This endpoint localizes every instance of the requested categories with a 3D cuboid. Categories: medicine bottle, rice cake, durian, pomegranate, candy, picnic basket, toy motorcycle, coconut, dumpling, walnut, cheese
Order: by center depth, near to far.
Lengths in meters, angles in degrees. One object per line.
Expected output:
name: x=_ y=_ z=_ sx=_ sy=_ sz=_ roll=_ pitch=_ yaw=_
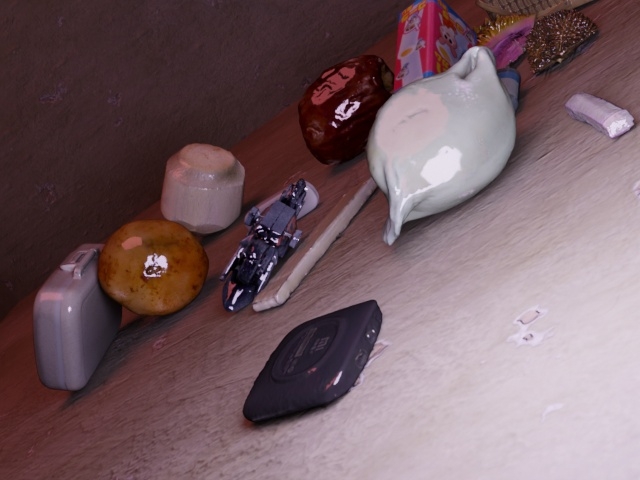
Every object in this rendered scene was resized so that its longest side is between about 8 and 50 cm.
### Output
rice cake: x=0.412 y=-0.188 z=1.258 sx=0.047 sy=0.036 sz=0.207 roll=-47 pitch=14 yaw=11
dumpling: x=0.186 y=-0.162 z=1.361 sx=0.320 sy=0.212 sz=0.270 roll=-28 pitch=11 yaw=-8
medicine bottle: x=0.330 y=-0.263 z=1.603 sx=0.090 sy=0.054 sz=0.208 roll=-10 pitch=31 yaw=23
cheese: x=-0.002 y=-0.002 z=1.637 sx=0.085 sy=0.034 sz=0.400 roll=-20 pitch=22 yaw=47
durian: x=0.462 y=-0.402 z=1.674 sx=0.148 sy=0.091 sz=0.188 roll=-27 pitch=20 yaw=34
toy motorcycle: x=-0.104 y=0.004 z=1.683 sx=0.307 sy=0.108 sz=0.173 roll=-59 pitch=-2 yaw=-47
candy: x=0.235 y=-0.347 z=1.712 sx=0.100 sy=0.157 sz=0.306 roll=-29 pitch=40 yaw=36
durian: x=0.355 y=-0.415 z=1.914 sx=0.191 sy=0.112 sz=0.341 roll=-18 pitch=27 yaw=46
pomegranate: x=-0.380 y=0.058 z=1.926 sx=0.248 sy=0.248 sz=0.248 roll=-34 pitch=15 yaw=11
medicine bottle: x=-0.558 y=0.169 z=1.968 sx=0.123 sy=0.282 sz=0.375 roll=4 pitch=20 yaw=2
picnic basket: x=0.547 y=-0.631 z=2.020 sx=0.313 sy=0.175 sz=0.228 roll=-15 pitch=26 yaw=46
walnut: x=0.081 y=-0.316 z=2.113 sx=0.269 sy=0.244 sz=0.222 roll=-26 pitch=56 yaw=15
coconut: x=-0.335 y=-0.131 z=2.411 sx=0.237 sy=0.237 sz=0.266 roll=-63 pitch=-9 yaw=-58

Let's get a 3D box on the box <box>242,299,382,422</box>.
box: x=-0.013 y=0.162 z=1.157 sx=0.201 sy=0.042 sz=0.212 roll=-23 pitch=21 yaw=37

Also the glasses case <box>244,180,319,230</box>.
glasses case: x=-0.091 y=-0.071 z=1.962 sx=0.197 sy=0.076 sz=0.049 roll=-30 pitch=18 yaw=26
